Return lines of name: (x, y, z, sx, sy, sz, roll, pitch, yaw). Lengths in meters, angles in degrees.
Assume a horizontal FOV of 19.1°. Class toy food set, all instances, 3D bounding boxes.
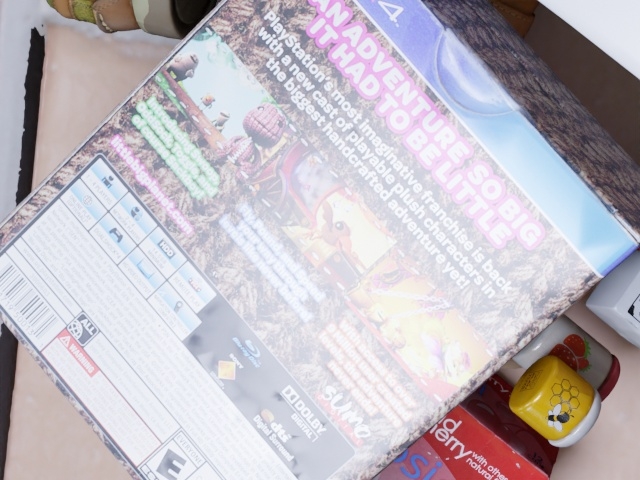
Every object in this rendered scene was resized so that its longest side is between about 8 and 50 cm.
toy food set: (0.206, 0.033, 1.094, 0.104, 0.111, 0.232, 39, 80, -14)

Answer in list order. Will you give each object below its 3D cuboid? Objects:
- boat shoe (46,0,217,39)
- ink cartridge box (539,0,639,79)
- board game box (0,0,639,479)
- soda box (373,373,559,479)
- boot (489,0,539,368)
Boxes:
boat shoe: (-0.113, -0.272, 1.103, 0.104, 0.111, 0.307, 10, 101, 19)
ink cartridge box: (0.223, -0.136, 0.955, 0.307, 0.223, 0.129, 42, 112, 19)
board game box: (0.000, 0.000, 1.023, 0.291, 0.141, 0.232, -42, 83, 17)
soda box: (0.021, 0.079, 1.179, 0.263, 0.083, 0.092, 40, 111, 0)
boot: (0.073, -0.081, 1.124, 0.283, 0.109, 0.220, 44, 106, 7)
